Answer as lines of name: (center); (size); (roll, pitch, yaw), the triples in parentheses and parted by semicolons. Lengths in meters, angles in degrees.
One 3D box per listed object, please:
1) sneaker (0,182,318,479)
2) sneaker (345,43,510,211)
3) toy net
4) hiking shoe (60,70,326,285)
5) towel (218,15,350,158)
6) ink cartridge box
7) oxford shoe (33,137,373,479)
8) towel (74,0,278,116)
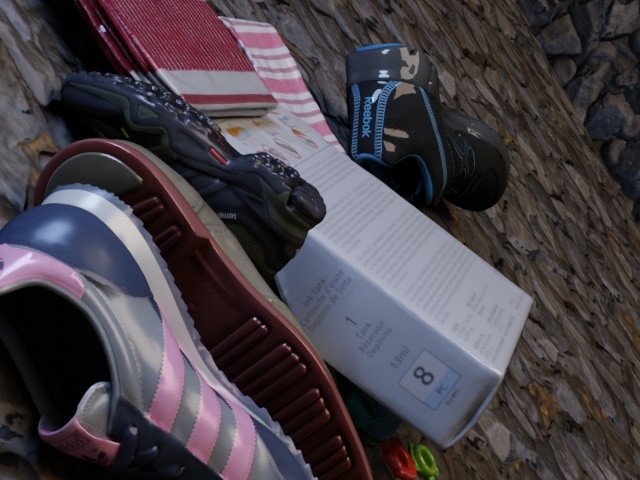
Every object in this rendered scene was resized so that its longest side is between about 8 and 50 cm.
sneaker: (-0.110, 0.125, 1.093); (0.319, 0.112, 0.131); (54, 36, -5)
sneaker: (0.111, -0.090, 1.977); (0.341, 0.125, 0.139); (36, 56, -54)
toy net: (0.016, 0.142, 1.447); (0.232, 0.045, 0.122); (26, 39, -55)
hiking shoe: (-0.114, -0.042, 1.325); (0.227, 0.114, 0.086); (32, 9, 11)
towel: (-0.032, -0.143, 1.778); (0.197, 0.029, 0.144); (61, 18, 6)
ink cartridge box: (0.000, 0.000, 1.529); (0.385, 0.091, 0.308); (36, 15, 4)
oxford shoe: (-0.061, 0.070, 1.243); (0.348, 0.123, 0.130); (59, 13, -3)
towel: (-0.175, -0.237, 1.498); (0.329, 0.037, 0.237); (54, 18, 7)
